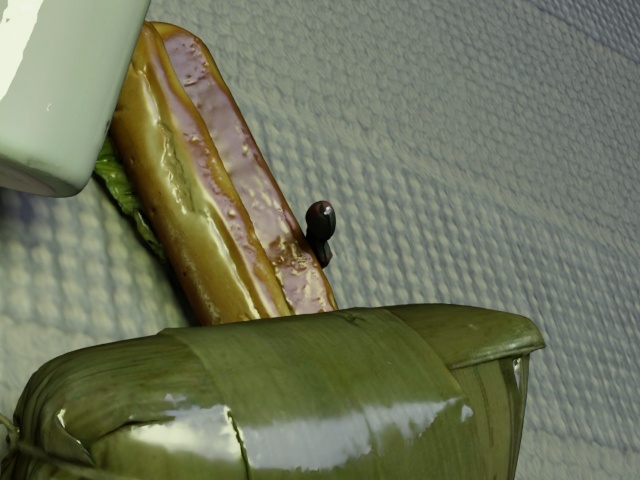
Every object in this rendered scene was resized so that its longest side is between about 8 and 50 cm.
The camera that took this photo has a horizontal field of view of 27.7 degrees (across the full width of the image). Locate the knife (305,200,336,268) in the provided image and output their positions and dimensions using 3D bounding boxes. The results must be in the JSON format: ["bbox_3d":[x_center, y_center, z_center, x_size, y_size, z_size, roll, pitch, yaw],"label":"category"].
[{"bbox_3d":[0.000,0.000,1.040,0.035,0.018,0.247,60,-6,7],"label":"knife"}]

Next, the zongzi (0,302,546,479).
[{"bbox_3d":[-0.063,0.228,0.817,0.447,0.181,0.418,-3,92,-29],"label":"zongzi"}]

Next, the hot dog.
[{"bbox_3d":[-0.096,-0.037,1.021,0.337,0.100,0.135,62,27,8],"label":"hot dog"}]

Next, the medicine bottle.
[{"bbox_3d":[-0.194,-0.187,0.866,0.170,0.170,0.292,22,80,-38],"label":"medicine bottle"}]
